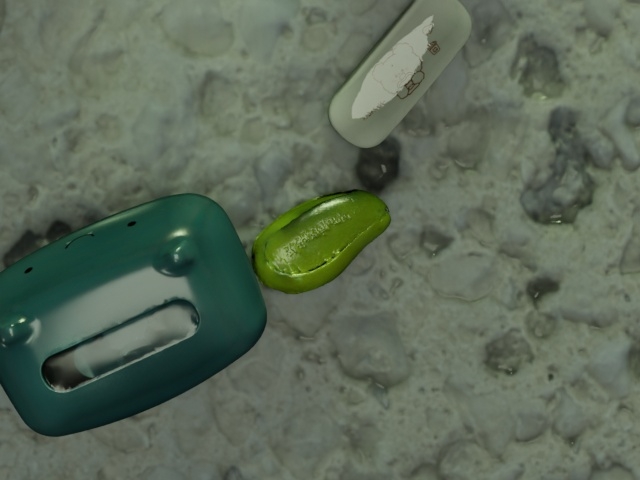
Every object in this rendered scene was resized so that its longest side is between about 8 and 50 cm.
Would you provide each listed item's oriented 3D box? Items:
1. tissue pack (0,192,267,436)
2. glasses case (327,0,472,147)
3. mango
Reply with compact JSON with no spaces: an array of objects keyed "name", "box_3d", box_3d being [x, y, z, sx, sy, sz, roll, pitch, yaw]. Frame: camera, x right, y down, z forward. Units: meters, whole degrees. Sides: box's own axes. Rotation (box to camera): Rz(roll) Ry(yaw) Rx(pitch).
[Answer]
[{"name":"tissue pack","box_3d":[-0.206,0.078,1.285,0.287,0.206,0.198,-22,102,0]},{"name":"glasses case","box_3d":[0.086,-0.186,1.346,0.074,0.049,0.193,40,93,-10]},{"name":"mango","box_3d":[0.000,0.000,1.360,0.165,0.074,0.091,-26,95,-13]}]
